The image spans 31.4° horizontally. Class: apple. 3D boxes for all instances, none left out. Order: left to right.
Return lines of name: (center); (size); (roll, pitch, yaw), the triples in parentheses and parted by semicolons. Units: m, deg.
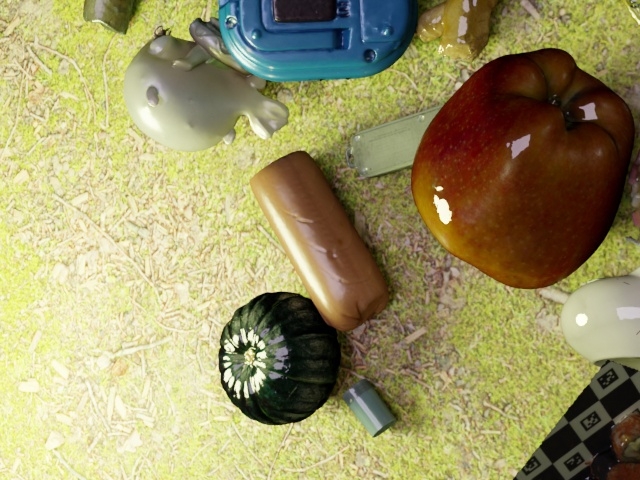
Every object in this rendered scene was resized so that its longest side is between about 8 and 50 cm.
apple: (0.275, -0.095, 1.554); (0.288, 0.288, 0.317); (47, 140, 22)

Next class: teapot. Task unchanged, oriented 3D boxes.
teapot: (0.416, 0.096, 1.510); (0.299, 0.208, 0.166); (169, 96, -75)

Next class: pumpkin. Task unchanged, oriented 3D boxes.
pumpkin: (-0.069, 0.192, 1.871); (0.220, 0.162, 0.220); (-7, 79, 37)

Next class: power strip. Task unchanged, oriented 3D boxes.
power strip: (0.163, -0.160, 1.771); (0.272, 0.052, 0.078); (-16, 84, 33)

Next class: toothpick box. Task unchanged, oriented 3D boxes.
toothpick box: (0.079, 0.271, 1.844); (0.052, 0.052, 0.083); (-47, 70, 25)

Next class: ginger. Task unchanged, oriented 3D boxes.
ginger: (0.254, -0.406, 1.694); (0.118, 0.065, 0.299); (36, 108, 19)

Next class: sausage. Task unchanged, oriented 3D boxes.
sausage: (0.001, 0.001, 1.841); (0.121, 0.121, 0.304); (-38, 74, 28)

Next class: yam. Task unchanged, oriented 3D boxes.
yam: (-0.375, -0.509, 2.075); (0.093, 0.093, 0.259); (16, 101, 31)

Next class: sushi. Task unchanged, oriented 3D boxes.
sushi: (0.394, 0.313, 1.530); (0.290, 0.264, 0.050); (-58, 34, 19)

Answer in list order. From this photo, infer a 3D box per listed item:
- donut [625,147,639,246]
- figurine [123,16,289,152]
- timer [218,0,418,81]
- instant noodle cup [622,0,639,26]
donut: (0.582, -0.079, 1.447); (0.371, 0.150, 0.307); (18, 101, 31)
figurine: (-0.139, -0.309, 1.903); (0.274, 0.226, 0.394); (39, 100, 3)
timer: (-0.007, -0.418, 1.760); (0.309, 0.115, 0.340); (-2, 92, 1)
instant noodle cup: (0.544, -0.367, 1.394); (0.325, 0.254, 0.325); (2, 93, 33)
